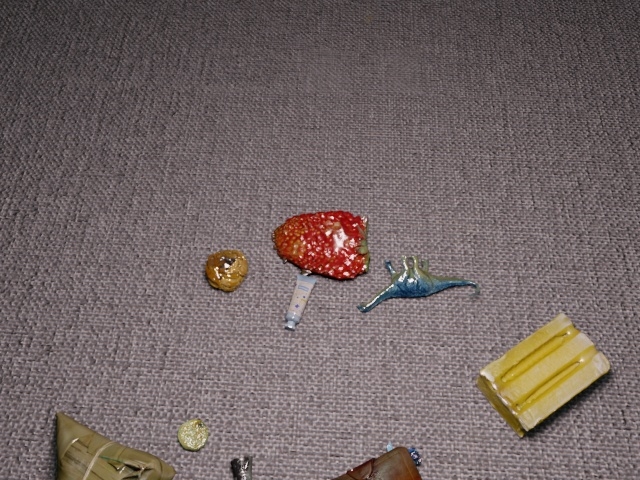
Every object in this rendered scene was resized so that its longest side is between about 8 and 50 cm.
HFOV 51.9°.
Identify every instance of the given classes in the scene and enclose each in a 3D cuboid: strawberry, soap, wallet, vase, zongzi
[{"bbox_3d":[0.000,0.000,1.967,0.306,0.138,0.233,2,60,0],"label":"strawberry"},{"bbox_3d":[0.595,0.358,1.766,0.315,0.091,0.199,-31,64,-18],"label":"soap"},{"bbox_3d":[0.115,0.598,1.603,0.255,0.031,0.137,-24,32,-3],"label":"wallet"},{"bbox_3d":[-0.185,0.624,1.625,0.059,0.059,0.167,-10,59,-6],"label":"vase"},{"bbox_3d":[-0.605,0.664,1.556,0.418,0.181,0.447,17,62,28],"label":"zongzi"}]

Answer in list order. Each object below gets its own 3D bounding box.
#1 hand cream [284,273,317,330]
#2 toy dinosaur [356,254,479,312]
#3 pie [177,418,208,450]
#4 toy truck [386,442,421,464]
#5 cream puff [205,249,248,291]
[{"bbox_3d":[-0.063,0.178,1.904,0.065,0.043,0.171,13,62,12],"label":"hand cream"},{"bbox_3d":[0.277,0.116,1.929,0.362,0.076,0.147,-8,78,-3],"label":"toy dinosaur"},{"bbox_3d":[-0.332,0.510,1.720,0.085,0.017,0.085,1,58,-1],"label":"pie"},{"bbox_3d":[0.206,0.554,1.671,0.090,0.056,0.073,20,63,26],"label":"toy truck"},{"bbox_3d":[-0.274,0.081,1.940,0.133,0.104,0.119,-37,58,-21],"label":"cream puff"}]
